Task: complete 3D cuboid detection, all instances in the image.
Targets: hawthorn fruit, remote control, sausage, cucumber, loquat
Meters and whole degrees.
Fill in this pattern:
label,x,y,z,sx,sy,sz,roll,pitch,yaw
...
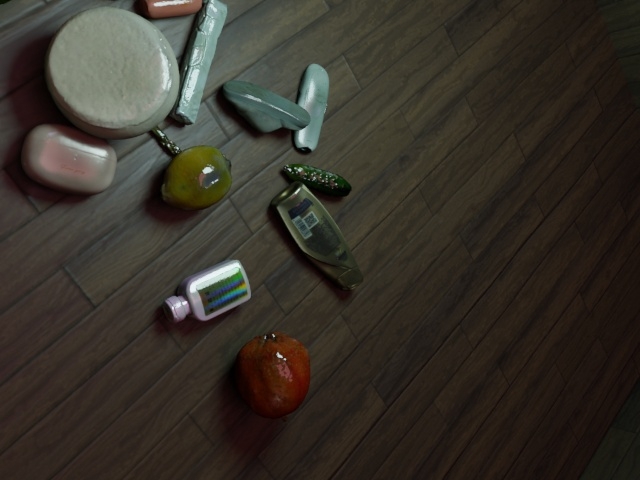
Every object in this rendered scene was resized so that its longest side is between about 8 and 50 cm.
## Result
label,x,y,z,sx,sy,sz,roll,pitch,yaw
hawthorn fruit,-0.117,0.366,1.690,0.205,0.205,0.254,-18,105,-34
remote control,-0.023,-0.374,1.845,0.097,0.045,0.256,10,87,-35
sausage,-0.362,-0.576,1.590,0.154,0.062,0.062,-21,102,-34
cucumber,-0.009,-0.172,1.846,0.227,0.069,0.069,16,81,-30
loquat,-0.303,-0.148,1.589,0.195,0.152,0.152,-33,109,-21

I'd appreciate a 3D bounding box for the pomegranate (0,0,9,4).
label,x,y,z,sx,sy,sz,roll,pitch,yaw
pomegranate,-0.692,-0.578,1.263,0.254,0.270,0.255,-14,90,-70

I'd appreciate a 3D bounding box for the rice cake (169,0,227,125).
label,x,y,z,sx,sy,sz,roll,pitch,yaw
rice cake,-0.304,-0.454,1.634,0.066,0.063,0.337,22,76,-44

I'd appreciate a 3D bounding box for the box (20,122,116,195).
label,x,y,z,sx,sy,sz,roll,pitch,yaw
box,-0.552,-0.177,1.442,0.200,0.088,0.146,16,83,-35

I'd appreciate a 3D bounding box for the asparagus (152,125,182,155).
label,x,y,z,sx,sy,sz,roll,pitch,yaw
asparagus,-0.410,-0.293,1.580,0.034,0.027,0.236,-40,112,-17

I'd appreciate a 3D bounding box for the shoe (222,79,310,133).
label,x,y,z,sx,sy,sz,roll,pitch,yaw
shoe,-0.151,-0.340,1.733,0.250,0.103,0.100,18,124,-21

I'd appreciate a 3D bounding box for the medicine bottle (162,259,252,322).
label,x,y,z,sx,sy,sz,roll,pitch,yaw
medicine bottle,-0.286,0.136,1.640,0.219,0.078,0.115,-25,106,-33

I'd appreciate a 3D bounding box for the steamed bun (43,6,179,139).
label,x,y,z,sx,sy,sz,roll,pitch,yaw
steamed bun,-0.453,-0.361,1.445,0.282,0.177,0.283,0,89,-10

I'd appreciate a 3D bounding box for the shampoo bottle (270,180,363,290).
label,x,y,z,sx,sy,sz,roll,pitch,yaw
shampoo bottle,0.000,0.000,1.837,0.125,0.084,0.350,-41,114,-9
